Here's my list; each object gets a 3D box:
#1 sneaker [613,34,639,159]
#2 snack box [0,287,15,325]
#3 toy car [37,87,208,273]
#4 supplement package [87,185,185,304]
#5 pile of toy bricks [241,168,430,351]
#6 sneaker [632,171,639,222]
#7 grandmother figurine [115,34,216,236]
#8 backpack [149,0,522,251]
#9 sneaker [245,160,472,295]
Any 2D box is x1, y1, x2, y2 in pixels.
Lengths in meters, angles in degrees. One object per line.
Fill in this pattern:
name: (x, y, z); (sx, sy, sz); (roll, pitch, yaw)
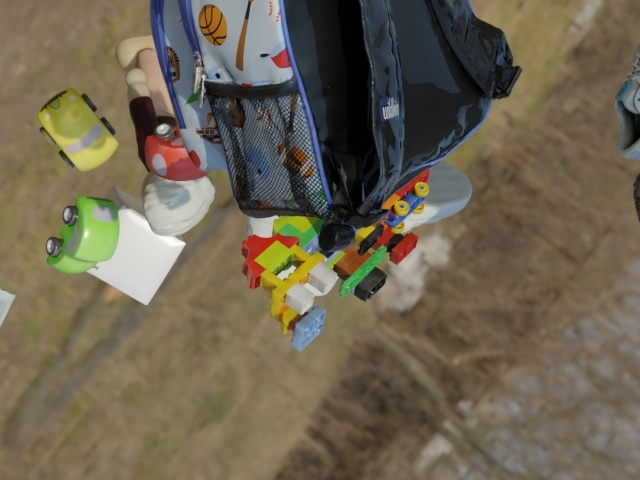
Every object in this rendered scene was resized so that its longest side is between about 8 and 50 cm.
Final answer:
sneaker: (0.367, -0.177, 1.832); (0.083, 0.071, 0.190); (-5, 103, -35)
snack box: (-0.406, 0.102, 1.566); (0.187, 0.060, 0.322); (-65, 168, -6)
toy car: (-0.220, -0.047, 1.740); (0.239, 0.053, 0.225); (6, 123, -43)
supplement package: (-0.264, 0.005, 2.266); (0.105, 0.105, 0.179); (-57, -165, 4)
pile of toy bricks: (0.000, 0.000, 1.471); (0.212, 0.105, 0.118); (-41, 157, -35)
sneaker: (0.378, 0.033, 1.372); (0.130, 0.286, 0.109); (-41, 158, 5)
grandmother figurine: (-0.196, -0.122, 2.093); (0.104, 0.208, 0.342); (-35, -146, 16)
backpack: (0.002, -0.170, 1.229); (0.276, 0.213, 0.263); (-44, 133, -46)
sneaker: (0.042, -0.017, 2.111); (0.169, 0.293, 0.108); (98, -18, -44)
